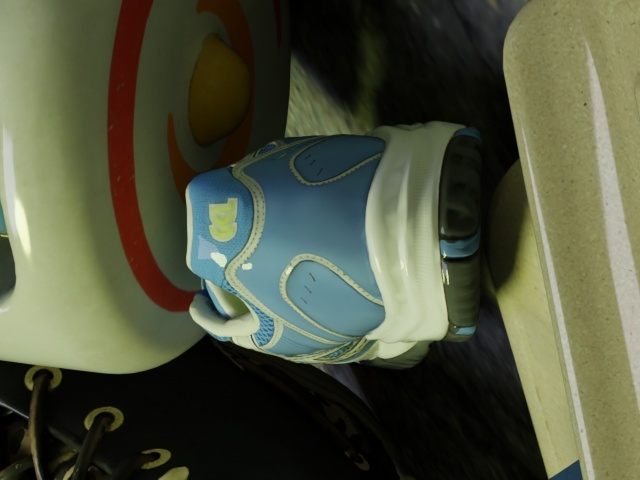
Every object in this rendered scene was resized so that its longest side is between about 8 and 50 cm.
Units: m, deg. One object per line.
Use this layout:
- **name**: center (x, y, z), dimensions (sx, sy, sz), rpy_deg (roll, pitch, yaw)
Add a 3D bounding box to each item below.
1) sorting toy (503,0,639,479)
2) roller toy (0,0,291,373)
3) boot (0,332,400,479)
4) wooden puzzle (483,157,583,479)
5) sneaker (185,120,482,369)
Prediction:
- **sorting toy**: center (0.115, 0.027, 0.273), dimensions (0.196, 0.047, 0.347), rpy_deg (-3, 100, 63)
- **roller toy**: center (-0.092, -0.054, 0.549), dimensions (0.146, 0.191, 0.209), rpy_deg (7, 160, 18)
- **boot**: center (-0.101, 0.097, 0.651), dimensions (0.377, 0.138, 0.284), rpy_deg (25, -173, -21)
- **wooden puzzle**: center (0.150, 0.181, 0.444), dimensions (0.322, 0.080, 0.348), rpy_deg (46, 160, 42)
- **sneaker**: center (0.000, 0.000, 0.522), dimensions (0.211, 0.081, 0.080), rpy_deg (105, 166, -80)
